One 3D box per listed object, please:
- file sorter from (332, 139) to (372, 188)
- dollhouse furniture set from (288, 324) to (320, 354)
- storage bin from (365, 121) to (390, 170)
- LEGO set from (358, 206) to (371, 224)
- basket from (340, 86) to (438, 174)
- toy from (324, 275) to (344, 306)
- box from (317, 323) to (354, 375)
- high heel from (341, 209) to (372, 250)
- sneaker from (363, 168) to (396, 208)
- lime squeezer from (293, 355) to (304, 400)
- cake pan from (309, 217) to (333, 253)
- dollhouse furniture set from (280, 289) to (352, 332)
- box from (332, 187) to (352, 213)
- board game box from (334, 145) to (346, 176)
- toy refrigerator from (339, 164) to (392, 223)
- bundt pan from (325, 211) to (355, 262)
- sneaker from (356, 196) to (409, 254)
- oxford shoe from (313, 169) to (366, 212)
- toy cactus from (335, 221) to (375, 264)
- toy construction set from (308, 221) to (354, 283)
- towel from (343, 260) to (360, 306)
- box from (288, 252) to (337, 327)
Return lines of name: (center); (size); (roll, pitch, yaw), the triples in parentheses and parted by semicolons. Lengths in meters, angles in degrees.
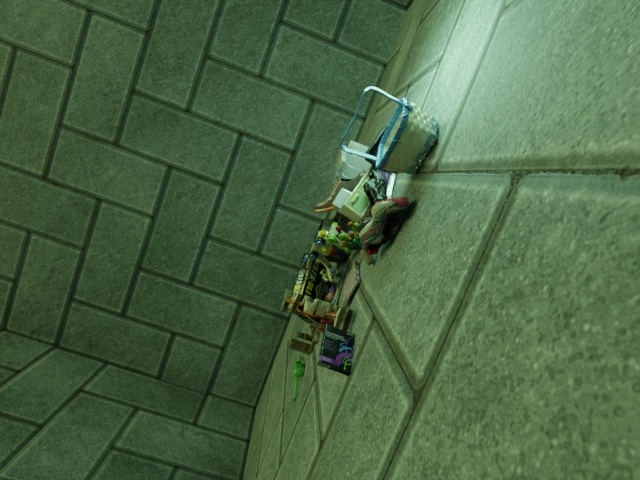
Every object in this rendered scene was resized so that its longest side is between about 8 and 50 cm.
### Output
file sorter: (0.202, -0.367, 2.244); (0.173, 0.193, 0.277); (-83, 14, -55)
dollhouse furniture set: (-0.080, 0.514, 2.206); (0.151, 0.123, 0.144); (119, 169, -55)
storage bin: (0.287, -0.404, 1.762); (0.180, 0.122, 0.084); (-56, 6, -2)
LEGO set: (0.189, -0.132, 1.972); (0.287, 0.107, 0.132); (163, 127, -82)
basket: (0.239, -0.371, 1.423); (0.255, 0.289, 0.201); (120, 163, -46)
toy: (0.052, 0.298, 2.052); (0.137, 0.056, 0.237); (121, 168, -54)
box: (0.058, 0.382, 1.431); (0.162, 0.116, 0.029); (-77, 11, -50)
high heel: (0.184, -0.072, 1.772); (0.082, 0.117, 0.244); (-108, 38, -81)
sneaker: (0.229, -0.184, 1.701); (0.107, 0.124, 0.283); (117, 170, -53)
lime squeezer: (-0.116, 0.726, 2.267); (0.310, 0.059, 0.110); (-83, -16, -59)
cake pan: (0.000, 0.000, 2.329); (0.293, 0.054, 0.293); (-160, 90, -85)
dollhouse furniture set: (-0.005, 0.319, 1.704); (0.259, 0.262, 0.135); (32, -107, -62)
box: (0.124, -0.185, 2.013); (0.102, 0.087, 0.101); (-59, -17, -8)
board game box: (0.112, -0.439, 2.234); (0.154, 0.026, 0.103); (-84, 16, -46)
toy refrigerator: (0.204, -0.217, 1.809); (0.269, 0.102, 0.094); (-54, 1, -19)
bundt pan: (0.111, -0.022, 2.239); (0.331, 0.124, 0.331); (-160, 90, -83)
sneaker: (0.230, -0.054, 1.434); (0.299, 0.121, 0.112); (121, 138, -58)
oxford shoe: (0.106, -0.255, 2.144); (0.364, 0.132, 0.130); (-24, 10, 24)
toy cactus: (0.155, 0.016, 1.610); (0.112, 0.219, 0.180); (-37, 62, 27)
toy construction set: (0.063, 0.050, 2.002); (0.151, 0.215, 0.327); (-85, 15, -59)
towel: (0.137, 0.189, 1.794); (0.197, 0.029, 0.144); (-78, 10, -67)
box: (-0.036, 0.261, 2.133); (0.079, 0.257, 0.322); (-3, 58, 36)
